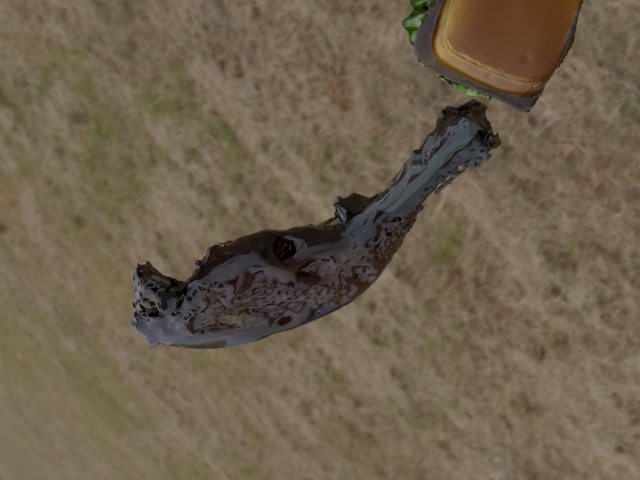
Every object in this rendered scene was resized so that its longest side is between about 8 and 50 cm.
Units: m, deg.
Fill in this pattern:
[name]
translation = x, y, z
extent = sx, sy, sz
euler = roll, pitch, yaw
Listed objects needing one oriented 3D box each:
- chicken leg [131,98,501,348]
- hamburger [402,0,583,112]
[chicken leg]
translation = 0.000, 0.000, 0.579
extent = 0.106, 0.253, 0.051
euler = 48, -166, -54
[hamburger]
translation = 0.145, -0.197, 0.765
extent = 0.137, 0.166, 0.087
euler = 25, 179, -6
